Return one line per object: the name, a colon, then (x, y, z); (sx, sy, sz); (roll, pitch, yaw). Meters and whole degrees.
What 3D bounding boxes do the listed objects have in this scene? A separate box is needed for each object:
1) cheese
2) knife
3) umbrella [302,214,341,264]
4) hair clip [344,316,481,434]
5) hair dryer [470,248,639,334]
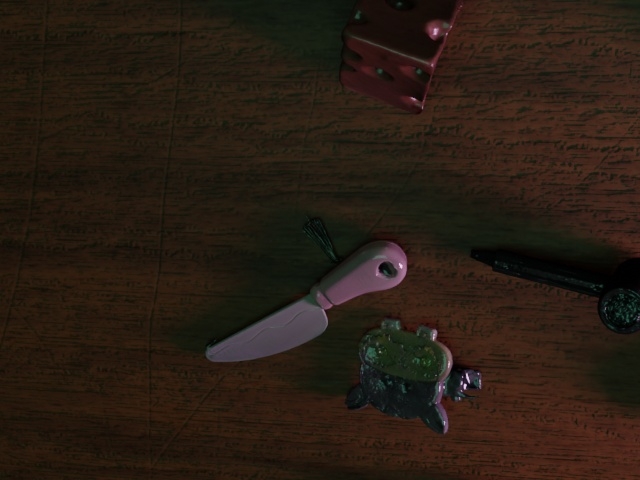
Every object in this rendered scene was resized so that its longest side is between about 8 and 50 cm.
cheese: (0.097, -0.235, 1.451); (0.128, 0.202, 0.177); (19, 141, 3)
knife: (-0.018, 0.100, 1.638); (0.336, 0.043, 0.081); (-31, 116, 24)
umbrella: (0.000, -0.001, 1.607); (0.031, 0.020, 0.083); (-33, 103, 19)
hair clip: (0.131, 0.186, 1.619); (0.187, 0.056, 0.146); (10, 102, 11)
hair dryer: (0.313, 0.054, 1.514); (0.256, 0.128, 0.069); (12, 110, 19)
